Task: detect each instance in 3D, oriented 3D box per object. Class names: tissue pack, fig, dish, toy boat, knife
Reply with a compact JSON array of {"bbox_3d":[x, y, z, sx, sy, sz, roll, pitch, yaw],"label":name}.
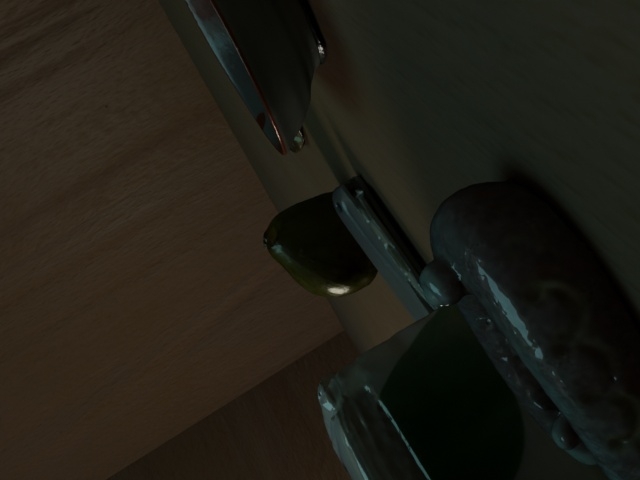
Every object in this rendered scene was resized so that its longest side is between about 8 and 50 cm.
[{"bbox_3d":[0.165,0.255,0.766,0.356,0.194,0.266,58,177,29],"label":"tissue pack"},{"bbox_3d":[0.000,0.000,1.223,0.166,0.154,0.144,20,158,-38],"label":"fig"},{"bbox_3d":[-0.065,-0.215,0.839,0.260,0.085,0.260,60,176,6],"label":"dish"},{"bbox_3d":[0.134,0.070,0.544,0.227,0.085,0.155,59,177,-14],"label":"toy boat"},{"bbox_3d":[0.096,0.031,1.020,0.265,0.040,0.073,57,165,23],"label":"knife"}]

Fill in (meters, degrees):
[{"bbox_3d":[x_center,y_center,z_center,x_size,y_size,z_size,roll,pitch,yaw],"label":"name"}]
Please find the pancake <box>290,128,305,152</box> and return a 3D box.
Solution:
[{"bbox_3d":[-0.097,-0.243,1.352,0.250,0.031,0.250,57,176,6],"label":"pancake"}]
